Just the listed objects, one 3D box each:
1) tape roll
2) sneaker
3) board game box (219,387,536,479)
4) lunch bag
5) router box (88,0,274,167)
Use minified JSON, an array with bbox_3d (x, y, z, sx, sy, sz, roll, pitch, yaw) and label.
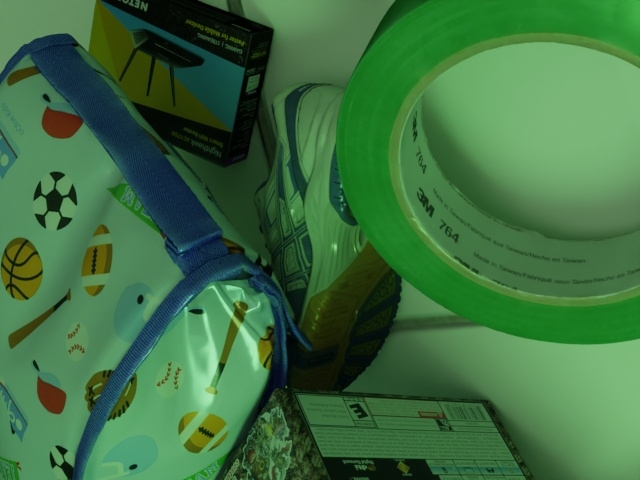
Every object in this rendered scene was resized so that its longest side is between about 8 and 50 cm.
[{"bbox_3d":[0.173,-0.065,0.835,0.321,0.077,0.321,12,133,13],"label":"tape roll"},{"bbox_3d":[0.000,0.000,1.033,0.131,0.112,0.296,29,118,40],"label":"sneaker"},{"bbox_3d":[0.077,0.275,0.908,0.141,0.232,0.291,-60,38,30],"label":"board game box"},{"bbox_3d":[-0.182,0.059,1.001,0.328,0.239,0.385,48,140,33],"label":"lunch bag"},{"bbox_3d":[-0.139,-0.164,1.083,0.179,0.046,0.133,24,117,23],"label":"router box"}]
